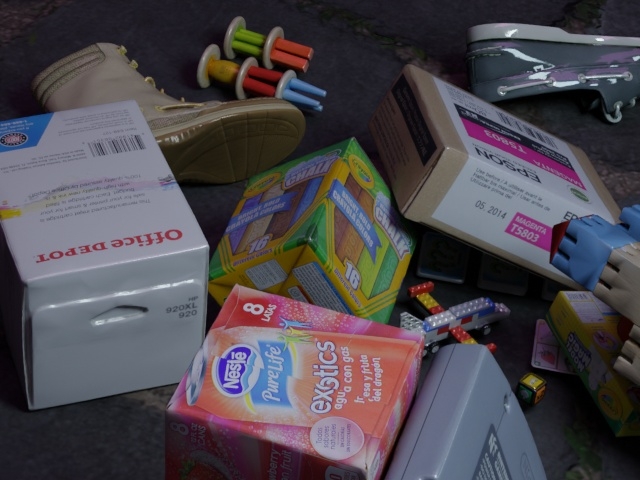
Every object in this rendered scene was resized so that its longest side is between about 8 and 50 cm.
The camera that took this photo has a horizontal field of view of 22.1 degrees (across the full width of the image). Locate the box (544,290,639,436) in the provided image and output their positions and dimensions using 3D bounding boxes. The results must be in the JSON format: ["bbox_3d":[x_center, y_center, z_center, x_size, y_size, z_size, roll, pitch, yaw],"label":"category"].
[{"bbox_3d":[0.297,0.123,1.543,0.105,0.043,0.179,2,39,-28],"label":"box"}]

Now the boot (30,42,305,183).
[{"bbox_3d":[-0.168,-0.143,1.784,0.262,0.095,0.203,-16,44,-19],"label":"boot"}]

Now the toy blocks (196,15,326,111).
[{"bbox_3d":[-0.051,-0.198,1.890,0.148,0.054,0.123,19,42,15],"label":"toy blocks"}]

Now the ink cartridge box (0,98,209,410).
[{"bbox_3d":[-0.220,0.011,1.532,0.171,0.168,0.233,-10,43,-18],"label":"ink cartridge box"}]

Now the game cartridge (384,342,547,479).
[{"bbox_3d":[0.123,0.235,1.228,0.062,0.297,0.198,-7,33,22],"label":"game cartridge"}]

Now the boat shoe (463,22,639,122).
[{"bbox_3d":[0.322,-0.185,1.916,0.319,0.116,0.099,6,83,-10],"label":"boat shoe"}]

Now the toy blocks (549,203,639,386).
[{"bbox_3d":[0.371,0.057,1.511,0.261,0.191,0.381,36,29,30],"label":"toy blocks"}]

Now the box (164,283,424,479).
[{"bbox_3d":[-0.025,0.199,1.233,0.154,0.300,0.142,15,43,12],"label":"box"}]

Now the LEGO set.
[{"bbox_3d":[0.176,0.062,1.608,0.182,0.060,0.244,11,37,6],"label":"LEGO set"}]

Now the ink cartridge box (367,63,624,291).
[{"bbox_3d":[0.179,-0.061,1.641,0.234,0.088,0.193,23,23,-23],"label":"ink cartridge box"}]

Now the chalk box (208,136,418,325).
[{"bbox_3d":[0.000,0.000,1.566,0.132,0.132,0.213,-20,30,32],"label":"chalk box"}]
